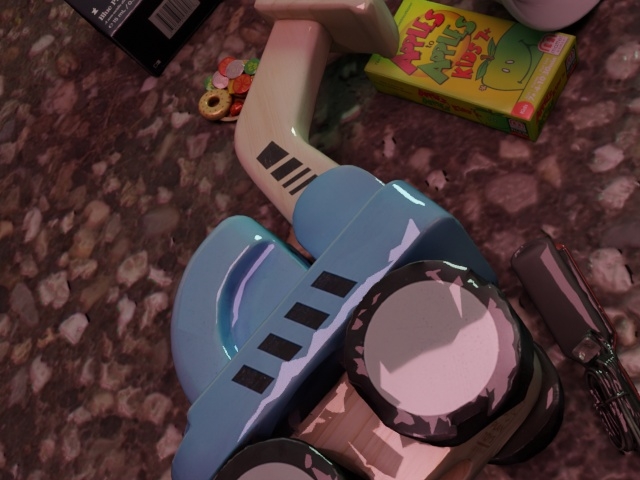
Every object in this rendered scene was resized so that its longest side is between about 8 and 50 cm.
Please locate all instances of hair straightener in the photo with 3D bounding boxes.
[{"bbox_3d":[0.204,0.100,0.525,0.047,0.089,0.230,-31,63,28],"label":"hair straightener"}]

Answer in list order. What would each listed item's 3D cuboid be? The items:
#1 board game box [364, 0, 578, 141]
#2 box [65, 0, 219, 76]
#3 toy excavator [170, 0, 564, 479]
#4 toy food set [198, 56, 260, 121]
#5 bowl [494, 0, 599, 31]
[{"bbox_3d":[0.144,-0.171,0.678,0.181,0.043,0.092,26,83,30],"label":"board game box"},{"bbox_3d":[-0.225,-0.320,0.875,0.158,0.093,0.156,40,90,32],"label":"box"},{"bbox_3d":[0.000,0.000,0.576,0.445,0.222,0.433,40,91,32],"label":"toy excavator"},{"bbox_3d":[-0.101,-0.176,0.805,0.083,0.020,0.082,1,71,25],"label":"toy food set"},{"bbox_3d":[0.174,-0.342,0.594,0.134,0.298,0.297,27,83,37],"label":"bowl"}]
